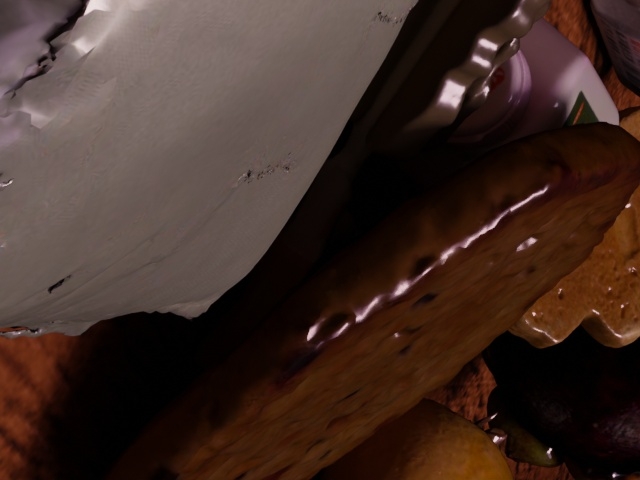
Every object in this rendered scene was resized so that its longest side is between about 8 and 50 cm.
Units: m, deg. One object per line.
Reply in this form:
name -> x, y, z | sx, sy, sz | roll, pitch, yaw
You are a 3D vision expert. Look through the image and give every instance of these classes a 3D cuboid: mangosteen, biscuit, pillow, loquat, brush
mangosteen -> 0.206, 0.093, 1.326 | 0.211, 0.211, 0.250 | -29, 160, -50
biscuit -> 0.193, -0.016, 1.189 | 0.225, 0.166, 0.036 | -25, -174, -31
biscuit -> 0.023, 0.057, 0.930 | 0.359, 0.046, 0.359 | -36, 168, -9
pillow -> -0.051, -0.091, 0.529 | 0.310, 0.119, 0.312 | -7, 129, -60
loquat -> 0.066, 0.180, 1.227 | 0.163, 0.137, 0.163 | -32, 136, -38
brush -> 0.012, -0.039, 0.845 | 0.071, 0.084, 0.301 | -22, 151, -56

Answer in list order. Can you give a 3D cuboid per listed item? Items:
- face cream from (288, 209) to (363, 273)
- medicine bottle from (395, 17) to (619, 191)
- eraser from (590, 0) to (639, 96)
face cream -> 0.000, 0.000, 0.948 | 0.040, 0.021, 0.083 | -60, 160, 19
medicine bottle -> 0.101, -0.065, 0.988 | 0.115, 0.078, 0.219 | -46, 162, 5
eraser -> 0.237, -0.169, 1.152 | 0.124, 0.068, 0.210 | -53, 160, -1
